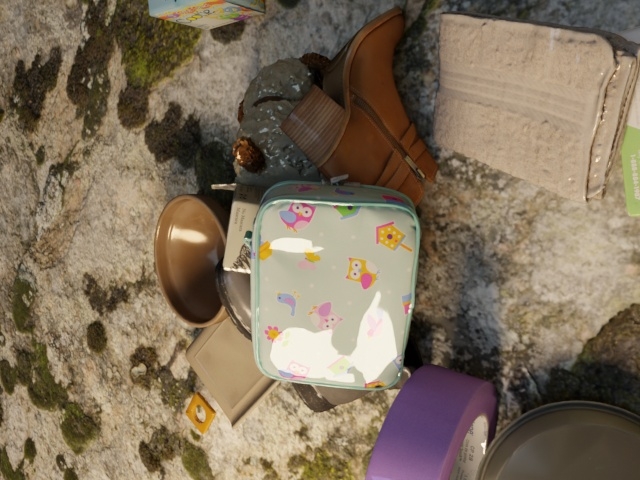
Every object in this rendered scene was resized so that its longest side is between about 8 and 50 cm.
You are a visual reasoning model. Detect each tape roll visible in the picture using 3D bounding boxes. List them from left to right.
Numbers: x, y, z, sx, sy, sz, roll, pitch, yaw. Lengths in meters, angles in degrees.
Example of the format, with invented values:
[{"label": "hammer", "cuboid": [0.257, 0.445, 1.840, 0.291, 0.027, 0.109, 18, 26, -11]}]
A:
[{"label": "tape roll", "cuboid": [0.155, 0.313, 0.782, 0.090, 0.274, 0.275, 12, 104, 32]}]

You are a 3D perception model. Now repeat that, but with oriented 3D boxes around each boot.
[{"label": "boot", "cuboid": [0.009, 0.121, 0.908, 0.222, 0.118, 0.338, -25, 115, 32]}, {"label": "boot", "cuboid": [0.099, -0.181, 0.825, 0.220, 0.284, 0.109, 39, 151, -12]}]

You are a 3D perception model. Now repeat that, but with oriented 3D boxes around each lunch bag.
[{"label": "lunch bag", "cuboid": [0.012, 0.053, 0.761, 0.223, 0.108, 0.279, 5, 111, 4]}]

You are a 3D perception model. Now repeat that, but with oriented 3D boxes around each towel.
[{"label": "towel", "cuboid": [0.240, -0.172, 0.709, 0.282, 0.049, 0.187, 35, 134, 49]}]

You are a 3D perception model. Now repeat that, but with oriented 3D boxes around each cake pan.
[{"label": "cake pan", "cuboid": [0.345, 0.358, 0.736, 0.293, 0.054, 0.294, -1, 85, 14]}]

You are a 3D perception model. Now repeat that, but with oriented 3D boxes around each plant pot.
[{"label": "plant pot", "cuboid": [-0.196, 0.031, 1.053, 0.237, 0.109, 0.238, 9, 103, 42]}]

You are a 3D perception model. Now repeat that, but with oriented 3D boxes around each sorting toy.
[{"label": "sorting toy", "cuboid": [-0.166, 0.237, 1.118, 0.196, 0.047, 0.348, 52, 120, 20]}]

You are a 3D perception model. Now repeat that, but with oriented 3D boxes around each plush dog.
[{"label": "plush dog", "cuboid": [-0.065, -0.185, 0.918, 0.262, 0.210, 0.226, -18, 61, 32]}]

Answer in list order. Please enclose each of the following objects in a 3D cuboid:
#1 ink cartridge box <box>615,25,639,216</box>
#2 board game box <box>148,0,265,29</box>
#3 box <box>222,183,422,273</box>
[{"label": "ink cartridge box", "cuboid": [0.492, -0.144, 0.556, 0.353, 0.119, 0.207, -4, 96, 43]}, {"label": "board game box", "cuboid": [-0.199, -0.517, 0.959, 0.144, 0.142, 0.276, 0, 97, 33]}, {"label": "box", "cuboid": [0.000, 0.000, 0.854, 0.274, 0.094, 0.113, 8, 108, -7]}]
